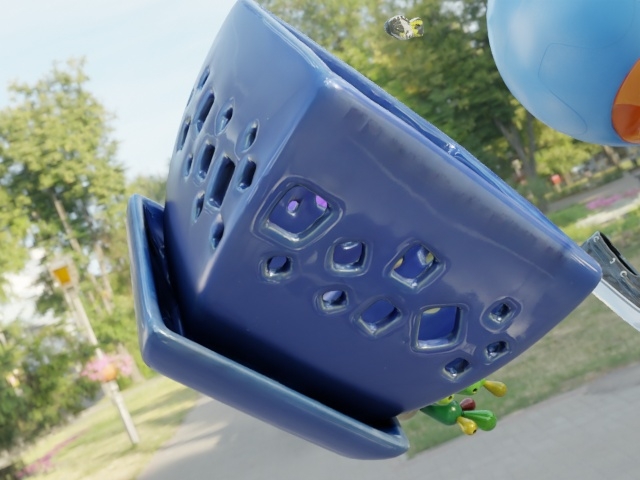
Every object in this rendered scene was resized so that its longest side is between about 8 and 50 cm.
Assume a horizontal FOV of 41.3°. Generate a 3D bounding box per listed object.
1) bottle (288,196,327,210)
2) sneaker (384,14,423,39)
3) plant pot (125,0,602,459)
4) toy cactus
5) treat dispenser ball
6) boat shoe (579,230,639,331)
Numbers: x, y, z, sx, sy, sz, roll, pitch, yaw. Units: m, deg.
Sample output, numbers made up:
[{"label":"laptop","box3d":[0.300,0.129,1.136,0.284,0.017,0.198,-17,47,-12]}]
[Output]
[{"label":"bottle","box3d":[0.008,-0.006,0.885,0.118,0.092,0.282,11,-57,-46]},{"label":"sneaker","box3d":[0.104,-0.274,1.112,0.035,0.031,0.083,-9,3,37]},{"label":"plant pot","box3d":[0.000,0.000,0.584,0.212,0.236,0.236,-52,28,12]},{"label":"toy cactus","box3d":[0.137,0.200,1.150,0.219,0.112,0.181,28,-40,-33]},{"label":"treat dispenser ball","box3d":[0.317,-0.241,0.870,0.288,0.288,0.288,-23,-2,-1]},{"label":"boat shoe","box3d":[0.392,0.064,1.016,0.080,0.228,0.076,22,-73,-36]}]
